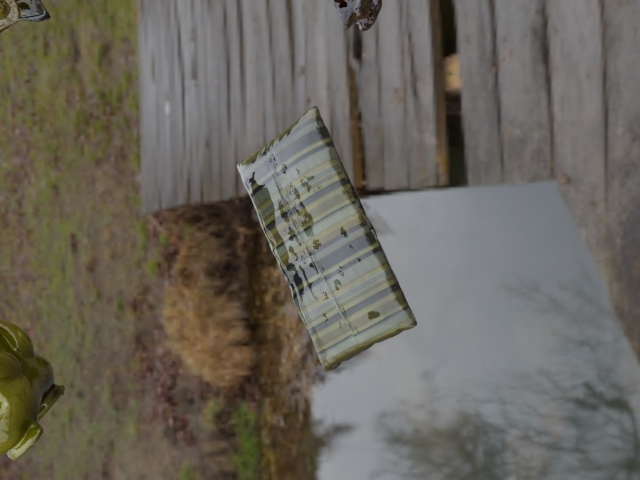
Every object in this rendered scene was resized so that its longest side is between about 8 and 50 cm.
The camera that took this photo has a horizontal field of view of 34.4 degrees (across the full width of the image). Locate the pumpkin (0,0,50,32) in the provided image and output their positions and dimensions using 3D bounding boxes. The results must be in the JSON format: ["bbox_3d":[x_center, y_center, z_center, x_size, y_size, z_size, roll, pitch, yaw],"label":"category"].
[{"bbox_3d":[-0.364,-0.289,1.183,0.035,0.073,0.101,-113,0,-63],"label":"pumpkin"}]

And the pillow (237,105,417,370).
[{"bbox_3d":[0.000,0.000,0.874,0.113,0.038,0.203,-33,77,38],"label":"pillow"}]

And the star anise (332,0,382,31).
[{"bbox_3d":[0.011,-0.329,1.081,0.073,0.177,0.234,-29,67,23],"label":"star anise"}]

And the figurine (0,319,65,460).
[{"bbox_3d":[-0.491,0.144,1.383,0.326,0.169,0.218,58,-173,-15],"label":"figurine"}]
